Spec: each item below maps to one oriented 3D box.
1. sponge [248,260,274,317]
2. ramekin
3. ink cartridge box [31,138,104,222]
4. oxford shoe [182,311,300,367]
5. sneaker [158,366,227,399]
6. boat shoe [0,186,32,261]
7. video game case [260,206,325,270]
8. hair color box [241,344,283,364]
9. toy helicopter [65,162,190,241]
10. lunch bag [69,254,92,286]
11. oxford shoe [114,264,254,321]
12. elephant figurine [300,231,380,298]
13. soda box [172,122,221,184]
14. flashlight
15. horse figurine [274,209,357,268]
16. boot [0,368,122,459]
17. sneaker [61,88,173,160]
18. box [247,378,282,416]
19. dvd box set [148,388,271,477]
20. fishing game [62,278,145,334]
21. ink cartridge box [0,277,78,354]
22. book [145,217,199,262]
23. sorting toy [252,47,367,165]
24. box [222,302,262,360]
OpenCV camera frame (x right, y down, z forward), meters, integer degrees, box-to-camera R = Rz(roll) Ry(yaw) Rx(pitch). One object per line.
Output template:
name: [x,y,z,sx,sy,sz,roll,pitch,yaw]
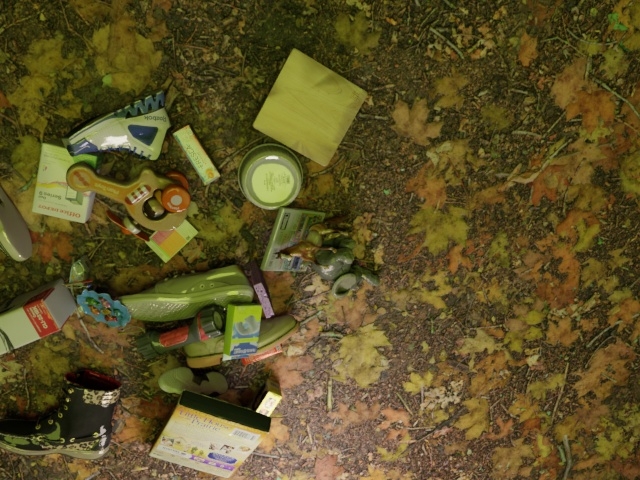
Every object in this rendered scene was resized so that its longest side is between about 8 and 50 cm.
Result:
sponge: [-0.189,0.151,1.793,0.031,0.210,0.117,-21,110,-4]
ramekin: [-0.153,-0.193,1.746,0.207,0.109,0.207,-2,107,-8]
ink cartridge box: [-0.749,-0.175,1.674,0.154,0.093,0.212,14,106,-13]
oxford shoe: [-0.268,0.302,1.869,0.397,0.140,0.146,-16,103,-4]
sneaker: [-0.448,0.505,1.878,0.153,0.101,0.268,-43,144,22]
boat shoe: [-1.003,-0.073,1.664,0.158,0.127,0.340,-23,101,6]
video game case: [-0.086,-0.001,1.805,0.193,0.023,0.212,4,110,-47]
hair color box: [-0.203,0.371,1.932,0.141,0.072,0.043,-20,109,-3]
toy helicopter: [-0.572,-0.122,1.668,0.355,0.140,0.235,20,110,-26]
lunch bag: [-0.748,0.093,1.767,0.053,0.071,0.083,10,104,-8]
oxford shoe: [-0.435,0.167,1.815,0.449,0.130,0.169,-10,152,3]
elephant figurine: [0.072,0.108,1.858,0.186,0.169,0.239,-4,127,23]
soda box: [-0.374,-0.263,1.716,0.058,0.063,0.183,-29,108,2]
flashlight: [-0.444,0.292,1.791,0.304,0.103,0.103,-18,79,16]
horse figurine: [0.000,0.000,1.772,0.263,0.174,0.066,-50,137,-37]
boot: [-0.858,0.565,1.861,0.377,0.138,0.284,17,105,-17]
sneaker: [-0.551,-0.290,1.620,0.315,0.127,0.182,-34,117,-23]
box: [-0.221,0.610,1.996,0.058,0.087,0.232,28,100,-18]
dvd box set: [-0.380,0.661,1.896,0.307,0.062,0.420,21,133,-13]
fishing game: [-0.690,0.221,1.776,0.189,0.041,0.264,-8,131,29]
ink cartridge box: [-0.916,0.242,1.722,0.273,0.197,0.114,-23,107,-1]
book: [-0.473,-0.013,1.796,0.144,0.035,0.096,-42,105,5]
sorting toy: [-0.036,-0.400,1.709,0.257,0.089,0.255,27,102,-15]
box: [-0.245,0.287,1.763,0.109,0.042,0.178,4,94,-44]
